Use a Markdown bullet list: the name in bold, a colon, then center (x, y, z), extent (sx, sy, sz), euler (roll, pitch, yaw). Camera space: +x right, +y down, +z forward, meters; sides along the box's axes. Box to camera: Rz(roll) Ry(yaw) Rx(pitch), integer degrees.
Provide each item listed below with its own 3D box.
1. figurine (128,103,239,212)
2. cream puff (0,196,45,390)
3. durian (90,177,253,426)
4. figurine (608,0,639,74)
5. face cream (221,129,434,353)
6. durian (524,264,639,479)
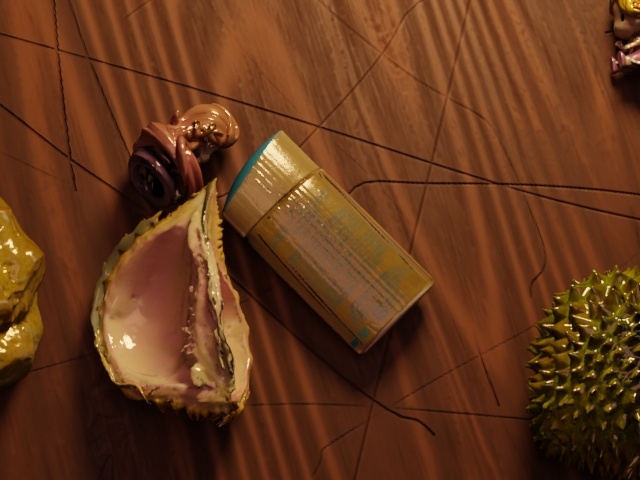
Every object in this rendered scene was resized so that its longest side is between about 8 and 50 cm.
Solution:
- **figurine**: center (-0.174, -0.119, 1.794), extent (0.114, 0.126, 0.157), euler (42, 73, -30)
- **cream puff**: center (-0.476, 0.068, 1.641), extent (0.324, 0.257, 0.291), euler (-39, 86, -14)
- **durian**: center (-0.189, 0.093, 1.722), extent (0.195, 0.185, 0.305), euler (-15, 72, 10)
- **figurine**: center (0.448, -0.307, 1.920), extent (0.115, 0.095, 0.156), euler (-3, 84, -18)
- **face cream**: center (0.000, 0.000, 1.802), extent (0.139, 0.067, 0.285), euler (-43, 84, -15)
- **durian**: center (0.379, 0.159, 1.719), extent (0.291, 0.224, 0.291), euler (3, 69, -8)
